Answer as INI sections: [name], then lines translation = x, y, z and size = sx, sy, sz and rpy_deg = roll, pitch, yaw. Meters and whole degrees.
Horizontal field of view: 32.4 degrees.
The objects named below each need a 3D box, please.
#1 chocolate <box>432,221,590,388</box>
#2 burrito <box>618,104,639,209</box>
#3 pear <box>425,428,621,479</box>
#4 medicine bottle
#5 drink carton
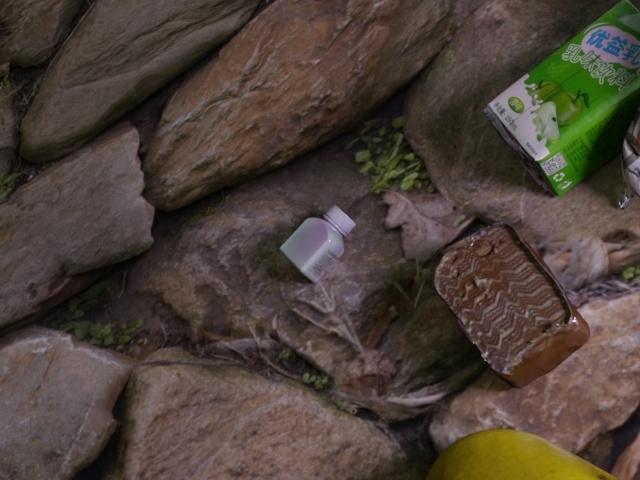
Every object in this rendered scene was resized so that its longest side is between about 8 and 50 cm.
[chocolate]
translation = 0.262, 0.088, 1.527
size = 0.148, 0.093, 0.214
rpy_deg = -36, 49, 8
[burrito]
translation = 0.507, -0.226, 1.454
size = 0.101, 0.139, 0.445
rpy_deg = 39, 114, 28
[pear]
translation = 0.231, 0.390, 1.295
size = 0.340, 0.191, 0.386
rpy_deg = -33, 50, 12
[medicine bottle]
translation = 0.000, 0.000, 1.783
size = 0.118, 0.055, 0.074
rpy_deg = -48, 47, 1
[drink carton]
translation = 0.394, -0.205, 1.609
size = 0.271, 0.108, 0.161
rpy_deg = -38, 48, 9
